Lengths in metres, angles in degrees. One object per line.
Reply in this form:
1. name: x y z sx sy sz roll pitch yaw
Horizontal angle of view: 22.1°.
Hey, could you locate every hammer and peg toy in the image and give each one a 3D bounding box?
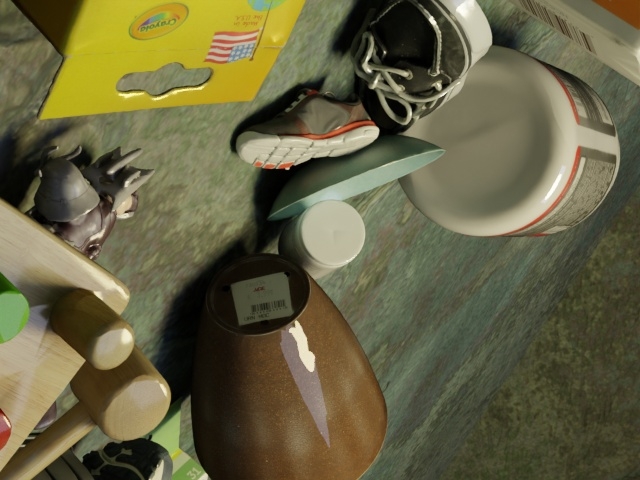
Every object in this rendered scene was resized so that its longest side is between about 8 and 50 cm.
1. hammer and peg toy: -0.245 0.106 1.047 0.266 0.127 0.361 -52 137 -3

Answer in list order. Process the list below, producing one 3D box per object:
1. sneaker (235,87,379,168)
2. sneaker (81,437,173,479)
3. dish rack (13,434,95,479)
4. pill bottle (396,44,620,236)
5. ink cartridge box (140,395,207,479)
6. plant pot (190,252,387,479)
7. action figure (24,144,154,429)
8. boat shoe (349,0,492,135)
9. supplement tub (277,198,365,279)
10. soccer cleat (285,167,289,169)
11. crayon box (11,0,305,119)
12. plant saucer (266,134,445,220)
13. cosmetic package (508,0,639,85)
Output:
1. sneaker: -0.020 -0.110 1.549 0.158 0.064 0.061 -8 162 -39
2. sneaker: -0.223 0.327 1.631 0.122 0.110 0.283 32 90 -44
3. dish rack: -0.330 0.306 1.510 0.271 0.074 0.208 -54 161 6
4. pill bottle: 0.233 -0.107 1.919 0.210 0.210 0.363 -57 162 12
5. ink cartridge box: -0.201 0.299 1.846 0.171 0.056 0.235 -42 161 -31
6. plant pot: -0.047 0.127 1.710 0.215 0.215 0.230 -44 147 -26
7. action figure: -0.209 0.031 1.266 0.185 0.099 0.285 -32 150 -33
8. boat shoe: 0.081 -0.177 1.576 0.105 0.113 0.306 -44 176 -11
9. supplement tub: 0.000 0.000 1.686 0.071 0.071 0.107 -48 -176 -18
10. soccer cleat: -0.022 -0.101 1.590 0.083 0.029 0.035 -45 152 -35
11. crayon box: -0.074 -0.230 1.048 0.202 0.081 0.318 -9 136 -46
12. plant saucer: 0.030 -0.071 1.665 0.195 0.037 0.195 -22 176 -1
13. cosmetic package: 0.376 -0.410 1.682 0.453 0.230 0.161 -55 162 1
